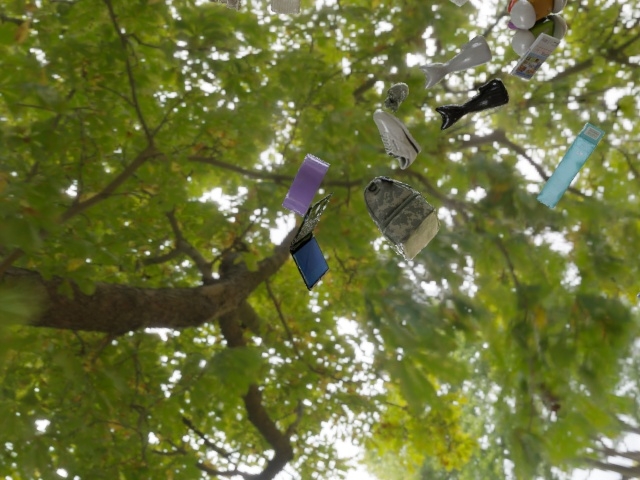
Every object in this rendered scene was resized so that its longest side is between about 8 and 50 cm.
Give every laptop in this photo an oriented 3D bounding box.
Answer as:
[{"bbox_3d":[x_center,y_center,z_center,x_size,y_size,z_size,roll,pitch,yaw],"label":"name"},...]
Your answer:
[{"bbox_3d":[0.000,0.000,2.231,0.265,0.136,0.234,-62,-8,23],"label":"laptop"}]

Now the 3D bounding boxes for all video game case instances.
[{"bbox_3d":[0.544,-0.464,1.651,0.087,0.011,0.122,-1,-42,-42],"label":"video game case"}]

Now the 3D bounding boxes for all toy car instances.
[{"bbox_3d":[0.555,-0.585,1.724,0.159,0.136,0.182,-30,-50,-16],"label":"toy car"}]

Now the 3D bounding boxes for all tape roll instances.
[{"bbox_3d":[-0.047,-0.174,2.061,0.189,0.080,0.189,-64,3,6],"label":"tape roll"}]

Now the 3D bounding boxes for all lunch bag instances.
[{"bbox_3d":[0.297,-0.097,2.483,0.212,0.256,0.305,-47,-22,0],"label":"lunch bag"}]

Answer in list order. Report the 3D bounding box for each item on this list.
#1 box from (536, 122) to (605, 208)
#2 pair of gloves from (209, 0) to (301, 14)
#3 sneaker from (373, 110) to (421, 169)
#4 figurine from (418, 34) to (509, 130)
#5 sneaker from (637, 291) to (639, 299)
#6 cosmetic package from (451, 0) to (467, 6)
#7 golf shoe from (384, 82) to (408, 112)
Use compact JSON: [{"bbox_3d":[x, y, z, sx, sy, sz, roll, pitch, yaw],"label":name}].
[{"bbox_3d":[0.725,-0.215,1.898,0.100,0.060,0.244,-41,-21,-43],"label":"box"},{"bbox_3d":[-0.145,-0.589,1.469,0.204,0.239,0.042,119,152,-61],"label":"pair of gloves"},{"bbox_3d":[0.253,-0.348,2.246,0.235,0.090,0.095,43,-99,-28],"label":"sneaker"},{"bbox_3d":[0.411,-0.454,1.895,0.092,0.209,0.215,-77,-37,-76],"label":"figurine"},{"bbox_3d":[0.862,0.109,1.622,0.090,0.081,0.232,-45,-14,-2],"label":"sneaker"},{"bbox_3d":[0.463,-0.775,1.865,0.098,0.239,0.061,9,-119,-45],"label":"cosmetic package"},{"bbox_3d":[0.269,-0.512,2.236,0.086,0.069,0.176,-58,4,-14],"label":"golf shoe"}]
